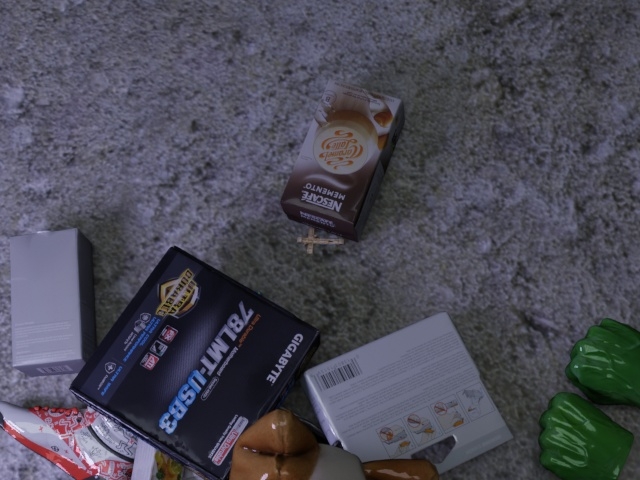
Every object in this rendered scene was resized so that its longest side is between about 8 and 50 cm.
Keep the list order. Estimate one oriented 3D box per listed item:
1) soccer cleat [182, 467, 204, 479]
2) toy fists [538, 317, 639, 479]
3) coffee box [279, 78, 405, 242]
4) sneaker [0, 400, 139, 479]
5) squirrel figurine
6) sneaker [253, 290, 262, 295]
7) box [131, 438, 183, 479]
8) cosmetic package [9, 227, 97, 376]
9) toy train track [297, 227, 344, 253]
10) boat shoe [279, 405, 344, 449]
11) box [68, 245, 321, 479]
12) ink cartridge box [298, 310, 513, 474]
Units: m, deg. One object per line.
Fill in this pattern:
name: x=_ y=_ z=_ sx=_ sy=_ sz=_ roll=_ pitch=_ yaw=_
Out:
soccer cleat: x=-0.173 y=0.357 z=1.758 sx=0.196 sy=0.068 sz=0.076 roll=-17 pitch=65 yaw=26
toy fists: x=0.444 y=0.260 z=1.746 sx=0.142 sy=0.096 sz=0.279 roll=28 pitch=76 yaw=2
coffee box: x=0.042 y=-0.141 z=1.895 sx=0.141 sy=0.098 sz=0.246 roll=17 pitch=75 yaw=12
sneaker: x=-0.415 y=0.306 z=1.810 sx=0.270 sy=0.090 sz=0.145 roll=31 pitch=77 yaw=9
squirrel figurine: x=-0.053 y=0.488 z=1.502 sx=0.281 sy=0.397 sz=0.370 roll=29 pitch=47 yaw=-28
sneaker: x=-0.134 y=0.186 z=1.819 sx=0.126 sy=0.091 sz=0.240 roll=-5 pitch=72 yaw=3
box: x=-0.255 y=0.310 z=1.766 sx=0.063 sy=0.067 sz=0.324 roll=25 pitch=58 yaw=-33
cosmetic package: x=-0.462 y=0.107 z=1.867 sx=0.127 sy=0.107 sz=0.238 roll=-5 pitch=70 yaw=4
toy train track: x=0.000 y=0.000 z=1.902 sx=0.083 sy=0.014 sz=0.048 roll=2 pitch=74 yaw=5
boat shoe: x=0.000 y=0.368 z=1.749 sx=0.335 sy=0.095 sz=0.112 roll=30 pitch=78 yaw=13
box: x=-0.197 y=0.199 z=1.733 sx=0.293 sy=0.073 sz=0.295 roll=29 pitch=69 yaw=15
ink cartridge box: x=0.139 y=0.271 z=1.747 sx=0.275 sy=0.060 sz=0.239 roll=-21 pitch=73 yaw=-20
